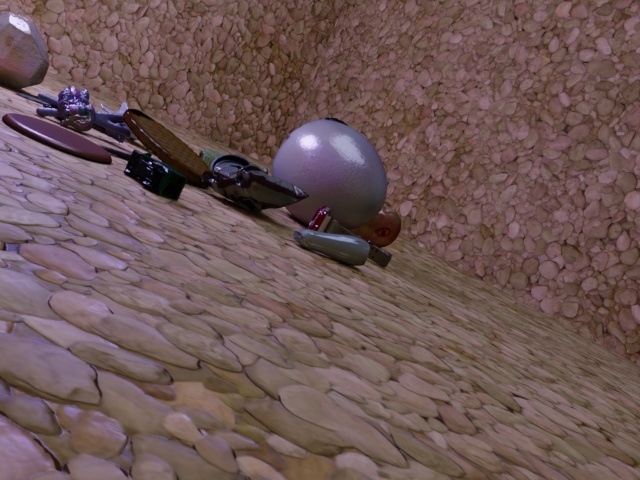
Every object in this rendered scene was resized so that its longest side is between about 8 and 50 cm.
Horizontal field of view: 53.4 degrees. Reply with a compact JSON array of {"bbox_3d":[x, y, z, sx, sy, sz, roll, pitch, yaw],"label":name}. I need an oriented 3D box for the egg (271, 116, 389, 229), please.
[{"bbox_3d":[0.060,-0.177,2.059,0.354,0.354,0.340,18,21,-45],"label":"egg"}]

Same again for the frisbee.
[{"bbox_3d":[-0.603,-0.238,1.473,0.251,0.021,0.251,26,8,-4],"label":"frisbee"}]

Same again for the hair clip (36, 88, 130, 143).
[{"bbox_3d":[-0.657,-0.359,1.809,0.090,0.137,0.278,-15,-22,38],"label":"hair clip"}]

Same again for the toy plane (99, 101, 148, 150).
[{"bbox_3d":[-0.608,-0.371,2.105,0.255,0.101,0.251,34,10,30],"label":"toy plane"}]

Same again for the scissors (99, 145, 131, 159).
[{"bbox_3d":[-0.493,-0.216,1.699,0.220,0.017,0.088,18,14,-46],"label":"scissors"}]

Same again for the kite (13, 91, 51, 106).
[{"bbox_3d":[-0.851,-0.434,2.068,0.323,0.013,0.268,18,10,-45],"label":"kite"}]

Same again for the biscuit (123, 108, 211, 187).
[{"bbox_3d":[-0.437,-0.265,1.840,0.318,0.040,0.318,41,9,-8],"label":"biscuit"}]

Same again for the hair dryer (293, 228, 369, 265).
[{"bbox_3d":[0.000,0.000,1.716,0.206,0.075,0.237,16,3,-22],"label":"hair dryer"}]

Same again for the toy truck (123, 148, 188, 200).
[{"bbox_3d":[-0.378,-0.153,1.441,0.147,0.065,0.079,31,7,38],"label":"toy truck"}]

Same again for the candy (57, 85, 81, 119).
[{"bbox_3d":[-0.737,-0.400,1.853,0.043,0.103,0.103,35,0,-36],"label":"candy"}]

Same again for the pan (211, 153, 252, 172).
[{"bbox_3d":[-0.232,-0.190,1.949,0.235,0.028,0.136,32,47,18],"label":"pan"}]

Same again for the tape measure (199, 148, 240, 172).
[{"bbox_3d":[-0.289,-0.223,2.076,0.175,0.106,0.200,10,18,-37],"label":"tape measure"}]

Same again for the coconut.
[{"bbox_3d":[-0.985,-0.602,2.011,0.197,0.237,0.237,25,5,43],"label":"coconut"}]

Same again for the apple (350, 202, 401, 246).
[{"bbox_3d":[0.202,-0.061,2.391,0.209,0.164,0.209,32,15,-10],"label":"apple"}]

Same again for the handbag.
[{"bbox_3d":[-0.183,-0.146,1.785,0.213,0.127,0.235,0,-17,40],"label":"handbag"}]

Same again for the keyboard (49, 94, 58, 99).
[{"bbox_3d":[-0.789,-0.426,2.133,0.250,0.017,0.087,22,7,-37],"label":"keyboard"}]

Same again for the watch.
[{"bbox_3d":[0.091,-0.001,1.882,0.268,0.102,0.165,31,4,3],"label":"watch"}]
